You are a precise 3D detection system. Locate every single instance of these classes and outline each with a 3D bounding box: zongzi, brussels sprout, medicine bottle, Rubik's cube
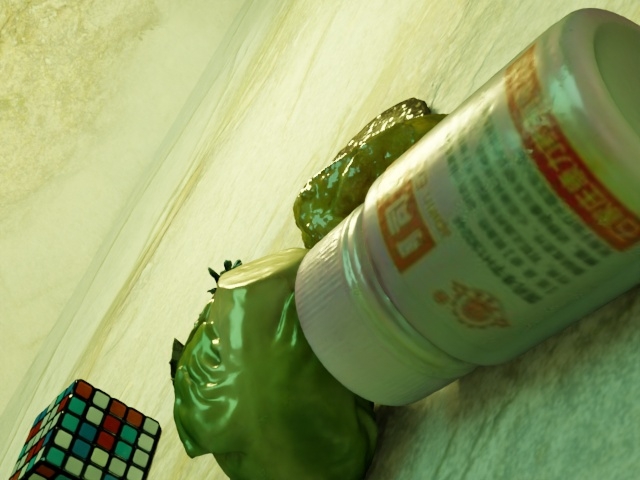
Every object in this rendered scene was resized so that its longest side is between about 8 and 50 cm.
[{"bbox_3d":[-0.235,0.206,1.737,0.055,0.119,0.109,-17,13,-11],"label":"zongzi"},{"bbox_3d":[-0.046,0.160,1.130,0.259,0.227,0.295,-105,7,-80],"label":"brussels sprout"},{"bbox_3d":[0.163,-0.012,0.934,0.388,0.219,0.219,-41,24,40],"label":"medicine bottle"},{"bbox_3d":[-0.412,0.382,1.770,0.184,0.182,0.187,-43,22,37],"label":"Rubik's cube"}]

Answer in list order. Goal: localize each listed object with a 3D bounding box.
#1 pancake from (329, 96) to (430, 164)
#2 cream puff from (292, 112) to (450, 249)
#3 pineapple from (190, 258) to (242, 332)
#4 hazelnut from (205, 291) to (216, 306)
[{"bbox_3d":[0.070,-0.111,1.595,0.288,0.033,0.286,-40,23,35],"label":"pancake"},{"bbox_3d":[0.084,-0.047,1.211,0.244,0.244,0.196,-41,58,39],"label":"cream puff"},{"bbox_3d":[-0.169,0.129,1.721,0.221,0.083,0.103,-78,-13,-46],"label":"pineapple"},{"bbox_3d":[-0.095,0.147,1.370,0.181,0.181,0.212,-37,28,42],"label":"hazelnut"}]
